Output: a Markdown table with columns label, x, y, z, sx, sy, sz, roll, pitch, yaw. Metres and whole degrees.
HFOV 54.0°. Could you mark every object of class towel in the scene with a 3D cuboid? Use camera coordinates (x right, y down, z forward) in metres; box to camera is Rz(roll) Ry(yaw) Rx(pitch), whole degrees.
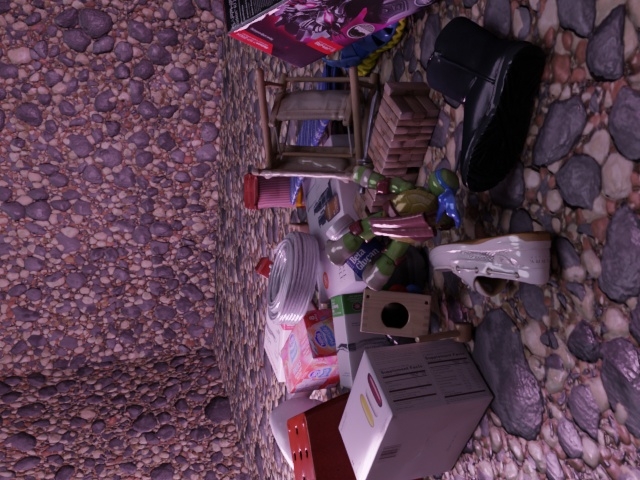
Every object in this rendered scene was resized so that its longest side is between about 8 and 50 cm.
| label | x | y | z | sx | sy | sz | roll | pitch | yaw |
| --- | --- | --- | --- | --- | --- | --- | --- | --- | --- |
| towel | -0.020 | -0.293 | 1.731 | 0.243 | 0.040 | 0.336 | -88 | 17 | -45 |

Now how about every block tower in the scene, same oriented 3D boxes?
| label | x | y | z | sx | sy | sz | roll | pitch | yaw |
| --- | --- | --- | --- | --- | --- | --- | --- | --- | --- |
| block tower | 0.153 | -0.165 | 1.336 | 0.097 | 0.090 | 0.336 | -115 | 28 | -44 |

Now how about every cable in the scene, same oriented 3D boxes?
| label | x | y | z | sx | sy | sz | roll | pitch | yaw |
| --- | --- | --- | --- | --- | --- | --- | --- | --- | --- |
| cable | -0.076 | 0.103 | 1.681 | 0.257 | 0.089 | 0.257 | 129 | 151 | -60 |

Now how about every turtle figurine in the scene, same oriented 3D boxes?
| label | x | y | z | sx | sy | sz | roll | pitch | yaw |
| --- | --- | --- | --- | --- | --- | --- | --- | --- | --- |
| turtle figurine | 0.140 | -0.060 | 1.126 | 0.266 | 0.197 | 0.275 | -48 | 49 | 28 |

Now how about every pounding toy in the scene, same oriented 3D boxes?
| label | x | y | z | sx | sy | sz | roll | pitch | yaw |
| --- | --- | --- | --- | --- | --- | --- | --- | --- | --- |
| pounding toy | 0.183 | 0.133 | 1.184 | 0.181 | 0.206 | 0.094 | 4 | -89 | -82 |

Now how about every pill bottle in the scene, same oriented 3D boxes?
| label | x | y | z | sx | sy | sz | roll | pitch | yaw |
| --- | --- | --- | --- | --- | --- | --- | --- | --- | --- |
| pill bottle | 0.094 | 0.022 | 1.428 | 0.169 | 0.094 | 0.094 | 46 | 149 | 11 |

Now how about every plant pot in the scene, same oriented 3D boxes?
| label | x | y | z | sx | sy | sz | roll | pitch | yaw |
| --- | --- | --- | --- | --- | --- | --- | --- | --- | --- |
| plant pot | 0.062 | 0.497 | 1.509 | 0.267 | 0.235 | 0.268 | 127 | 135 | -63 |

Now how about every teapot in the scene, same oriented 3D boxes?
| label | x | y | z | sx | sy | sz | roll | pitch | yaw |
| --- | --- | --- | --- | --- | --- | --- | --- | --- | --- |
| teapot | -0.018 | 0.564 | 1.852 | 0.256 | 0.187 | 0.252 | 60 | 180 | -2 |

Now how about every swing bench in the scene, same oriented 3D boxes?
| label | x | y | z | sx | sy | sz | roll | pitch | yaw |
| --- | --- | --- | --- | --- | --- | --- | --- | --- | --- |
| swing bench | -0.012 | -0.269 | 1.472 | 0.165 | 0.253 | 0.255 | -21 | -65 | -66 |

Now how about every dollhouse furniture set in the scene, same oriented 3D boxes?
| label | x | y | z | sx | sy | sz | roll | pitch | yaw |
| --- | --- | --- | --- | --- | --- | --- | --- | --- | --- |
| dollhouse furniture set | -0.127 | -0.030 | 1.997 | 0.152 | 0.201 | 0.374 | -164 | 72 | -70 |

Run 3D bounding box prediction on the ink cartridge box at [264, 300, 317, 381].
| label | x | y | z | sx | sy | sz | roll | pitch | yaw |
| --- | --- | --- | --- | --- | --- | --- | --- | --- | --- |
| ink cartridge box | -0.104 | 0.304 | 2.122 | 0.207 | 0.117 | 0.283 | -125 | 36 | -56 |

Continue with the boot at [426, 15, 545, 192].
| label | x | y | z | sx | sy | sz | roll | pitch | yaw |
| --- | --- | --- | --- | --- | --- | --- | --- | --- | --- |
| boot | 0.248 | -0.228 | 1.038 | 0.207 | 0.094 | 0.247 | -130 | 46 | -54 |

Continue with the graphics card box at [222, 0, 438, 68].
| label | x | y | z | sx | sy | sz | roll | pitch | yaw |
| --- | --- | --- | --- | --- | --- | --- | --- | --- | --- |
| graphics card box | 0.024 | -0.463 | 1.196 | 0.370 | 0.232 | 0.094 | -16 | 76 | 34 |

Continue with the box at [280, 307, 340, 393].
| label | x | y | z | sx | sy | sz | roll | pitch | yaw |
| --- | --- | --- | --- | --- | --- | --- | --- | --- | --- |
| box | -0.005 | 0.316 | 1.788 | 0.300 | 0.154 | 0.142 | 115 | 146 | -56 |

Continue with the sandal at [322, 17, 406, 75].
| label | x | y | z | sx | sy | sz | roll | pitch | yaw |
| --- | --- | --- | --- | --- | --- | --- | --- | --- | --- |
| sandal | 0.088 | -0.468 | 1.397 | 0.317 | 0.138 | 0.126 | 135 | 130 | -63 |

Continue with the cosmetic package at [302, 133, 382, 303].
| label | x | y | z | sx | sy | sz | roll | pitch | yaw |
| --- | --- | --- | --- | --- | --- | --- | --- | --- | --- |
| cosmetic package | 0.052 | -0.047 | 1.645 | 0.284 | 0.097 | 0.377 | 131 | 132 | -67 |

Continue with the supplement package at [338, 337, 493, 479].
| label | x | y | z | sx | sy | sz | roll | pitch | yaw |
| --- | --- | --- | --- | --- | --- | --- | --- | --- | --- |
| supplement package | 0.171 | 0.334 | 1.210 | 0.145 | 0.204 | 0.262 | -113 | 27 | -45 |

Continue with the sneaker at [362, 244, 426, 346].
| label | x | y | z | sx | sy | sz | roll | pitch | yaw |
| --- | --- | --- | --- | --- | --- | --- | --- | --- | --- |
| sneaker | 0.154 | 0.156 | 1.339 | 0.109 | 0.130 | 0.287 | 180 | 85 | -72 |

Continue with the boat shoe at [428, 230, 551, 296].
| label | x | y | z | sx | sy | sz | roll | pitch | yaw |
| --- | --- | --- | --- | --- | --- | --- | --- | --- | --- |
| boat shoe | 0.268 | 0.046 | 1.037 | 0.277 | 0.098 | 0.096 | 163 | 103 | -69 |

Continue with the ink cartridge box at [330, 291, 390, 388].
| label | x | y | z | sx | sy | sz | roll | pitch | yaw |
| --- | --- | --- | --- | --- | --- | --- | --- | --- | --- |
| ink cartridge box | 0.115 | 0.221 | 1.427 | 0.087 | 0.153 | 0.209 | 151 | 115 | -70 |
